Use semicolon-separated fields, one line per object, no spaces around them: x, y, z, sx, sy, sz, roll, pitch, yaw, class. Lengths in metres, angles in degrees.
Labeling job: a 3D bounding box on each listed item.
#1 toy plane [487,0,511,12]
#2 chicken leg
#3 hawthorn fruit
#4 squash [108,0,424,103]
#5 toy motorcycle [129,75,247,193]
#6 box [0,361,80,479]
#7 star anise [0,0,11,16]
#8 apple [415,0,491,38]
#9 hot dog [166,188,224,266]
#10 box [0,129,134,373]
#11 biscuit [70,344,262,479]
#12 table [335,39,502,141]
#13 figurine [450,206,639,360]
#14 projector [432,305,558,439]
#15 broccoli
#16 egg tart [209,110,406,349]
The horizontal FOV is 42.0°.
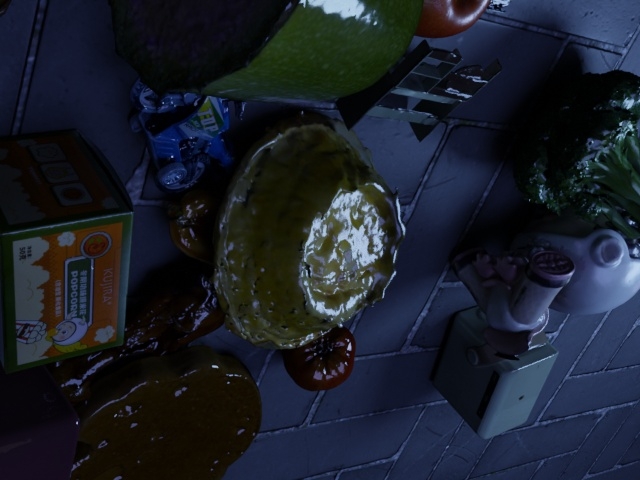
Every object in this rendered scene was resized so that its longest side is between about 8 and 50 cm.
0.234;-0.348;1.161;0.121;0.031;0.049;-4;122;-40;toy plane
-0.258;0.128;1.160;0.304;0.093;0.113;-30;122;-2;chicken leg
-0.001;0.197;1.391;0.125;0.125;0.140;-19;133;-26;hawthorn fruit
-0.003;-0.259;0.848;0.309;0.310;0.310;11;118;-46;squash
-0.146;-0.136;0.983;0.136;0.092;0.254;-26;158;-14;toy motorcycle
-0.431;0.290;1.080;0.168;0.193;0.294;-10;131;-40;box
-0.386;-0.220;0.734;0.220;0.099;0.214;18;99;-41;star anise
0.139;-0.327;1.014;0.163;0.139;0.163;-32;150;-21;apple
-0.117;-0.005;1.157;0.250;0.068;0.100;25;95;-50;hot dog
-0.305;0.007;0.930;0.148;0.177;0.194;-12;132;-32;box
-0.268;0.317;1.322;0.381;0.074;0.358;-20;134;-21;biscuit
0.132;-0.211;1.132;0.146;0.062;0.175;2;147;-41;table
0.432;0.050;1.523;0.361;0.253;0.210;-23;117;-29;figurine
0.350;0.248;1.675;0.163;0.177;0.242;-15;135;-31;projector
0.466;-0.135;1.372;0.308;0.275;0.308;-33;171;-6;broccoli
0.000;0.000;1.135;0.345;0.132;0.345;-19;117;-41;egg tart
